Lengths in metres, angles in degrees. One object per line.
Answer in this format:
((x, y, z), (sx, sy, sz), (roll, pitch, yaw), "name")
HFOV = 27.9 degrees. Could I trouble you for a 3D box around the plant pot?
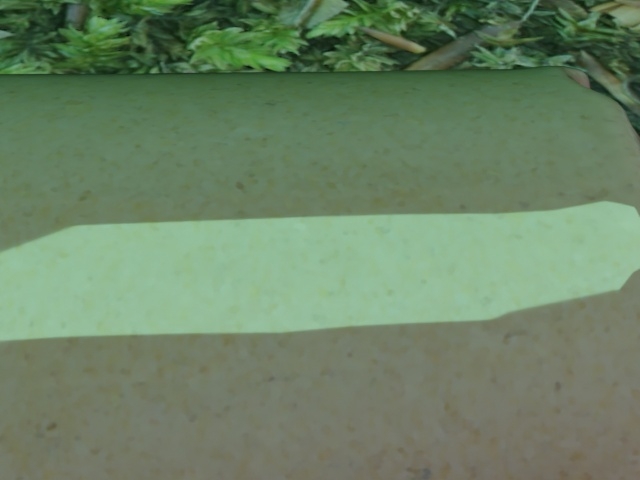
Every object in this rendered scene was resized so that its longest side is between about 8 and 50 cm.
((-0.035, 0.063, 0.478), (0.305, 0.334, 0.334), (-8, 39, 2), "plant pot")
